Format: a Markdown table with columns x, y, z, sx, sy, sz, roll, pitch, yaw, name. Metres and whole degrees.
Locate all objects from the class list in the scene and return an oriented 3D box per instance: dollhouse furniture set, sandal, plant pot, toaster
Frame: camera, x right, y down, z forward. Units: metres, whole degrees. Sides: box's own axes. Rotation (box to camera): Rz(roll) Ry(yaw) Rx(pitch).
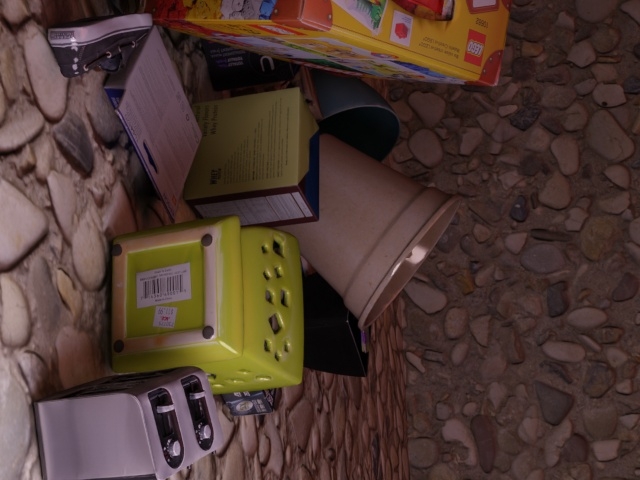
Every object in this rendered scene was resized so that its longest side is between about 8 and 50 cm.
| x | y | z | sx | sy | sz | roll | pitch | yaw | name |
| --- | --- | --- | --- | --- | --- | --- | --- | --- | --- |
| -0.096 | -0.315 | 2.012 | 0.144 | 0.151 | 0.123 | 59 | 17 | -59 | dollhouse furniture set |
| -0.271 | -0.419 | 1.465 | 0.049 | 0.072 | 0.180 | 6 | 68 | -32 | sandal |
| 0.064 | -0.042 | 1.963 | 0.334 | 0.305 | 0.334 | -51 | 169 | -14 | plant pot |
| 0.012 | -0.278 | 2.226 | 0.195 | 0.290 | 0.290 | 65 | 4 | 29 | plant pot |
| -0.166 | 0.088 | 1.355 | 0.207 | 0.228 | 0.227 | 34 | 50 | -63 | plant pot |
| -0.229 | 0.220 | 1.144 | 0.168 | 0.185 | 0.110 | -8 | 89 | -69 | toaster |
| 0.009 | 0.179 | 2.129 | 0.188 | 0.166 | 0.188 | -83 | 160 | -48 | plant pot |

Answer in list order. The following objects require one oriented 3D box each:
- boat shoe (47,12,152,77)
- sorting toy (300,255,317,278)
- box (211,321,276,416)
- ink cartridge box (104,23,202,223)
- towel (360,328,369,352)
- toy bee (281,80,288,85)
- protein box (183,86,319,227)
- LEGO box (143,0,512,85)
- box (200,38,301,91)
| x | y | z | sx | sy | sz | roll | pitch | yaw | name |
| --- | --- | --- | --- | --- | --- | --- | --- | --- | --- |
| -0.290 | -0.263 | 1.317 | 0.228 | 0.080 | 0.076 | -56 | 144 | -68 | boat shoe |
| -0.040 | 0.032 | 2.256 | 0.132 | 0.046 | 0.275 | -67 | 147 | -64 | sorting toy |
| -0.135 | 0.197 | 1.713 | 0.147 | 0.077 | 0.180 | -83 | 161 | -45 | box |
| -0.255 | -0.175 | 1.475 | 0.224 | 0.045 | 0.223 | -81 | 159 | -46 | ink cartridge box |
| 0.095 | 0.199 | 2.099 | 0.060 | 0.009 | 0.083 | 2 | 82 | -77 | towel |
| -0.102 | -0.440 | 2.077 | 0.195 | 0.298 | 0.162 | -35 | 90 | -37 | toy bee |
| -0.115 | -0.136 | 1.700 | 0.136 | 0.201 | 0.200 | 59 | 27 | -59 | protein box |
| 0.018 | -0.393 | 1.574 | 0.500 | 0.372 | 0.193 | 5 | 96 | -48 | LEGO box |
| -0.140 | -0.438 | 1.825 | 0.143 | 0.165 | 0.271 | -70 | 150 | -60 | box |
